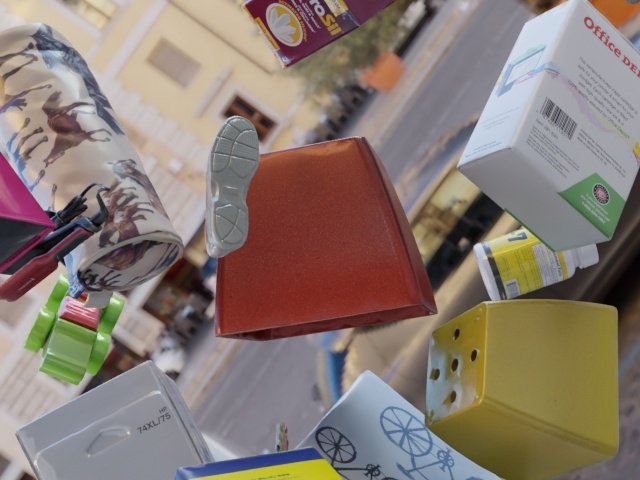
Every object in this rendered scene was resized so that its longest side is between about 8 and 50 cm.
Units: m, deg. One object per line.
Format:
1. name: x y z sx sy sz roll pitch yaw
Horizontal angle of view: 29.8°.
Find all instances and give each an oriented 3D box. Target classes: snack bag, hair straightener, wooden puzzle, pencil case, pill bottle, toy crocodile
1. snack bag: 0.117 0.352 1.637 0.037 0.323 0.342 -55 -9 31
2. hair straightener: -0.343 -0.013 1.529 0.230 0.047 0.089 -37 54 31
3. wooden puzzle: -0.066 0.348 2.073 0.049 0.006 0.083 62 -155 -50
4. pencil case: -0.356 -0.112 1.690 0.183 0.410 0.160 -38 -19 21
5. pill bottle: 0.400 0.029 2.236 0.209 0.119 0.119 -19 9 3
6. toy crocodile: -0.356 0.108 1.786 0.105 0.115 0.340 -61 11 18

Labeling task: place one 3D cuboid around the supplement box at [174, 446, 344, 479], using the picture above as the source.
1. supplement box: -0.013 0.412 1.293 0.356 0.195 0.194 42 124 45

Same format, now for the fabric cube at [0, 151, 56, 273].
1. fabric cube: -0.509 -0.046 1.364 0.259 0.258 0.254 -38 -7 5

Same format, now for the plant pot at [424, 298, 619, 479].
1. plant pot: 0.257 0.189 1.616 0.212 0.187 0.212 -38 38 54

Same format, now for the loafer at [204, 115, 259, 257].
1. loafer: -0.081 -0.045 1.022 0.039 0.045 0.125 -37 43 54

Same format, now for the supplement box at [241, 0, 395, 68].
1. supplement box: -0.004 -0.306 1.549 0.081 0.104 0.188 -42 14 -32

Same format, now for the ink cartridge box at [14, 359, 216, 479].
1. ink cartridge box: -0.258 0.304 1.637 0.198 0.197 0.270 -28 -11 -6

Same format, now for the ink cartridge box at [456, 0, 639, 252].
1. ink cartridge box: 0.335 -0.157 1.639 0.117 0.201 0.278 -19 38 55

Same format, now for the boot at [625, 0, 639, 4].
1. boot: 0.580 -0.438 1.904 0.083 0.161 0.246 -22 -28 -38

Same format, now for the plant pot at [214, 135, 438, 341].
1. plant pot: 0.000 0.000 1.632 0.267 0.267 0.235 30 -129 -79
